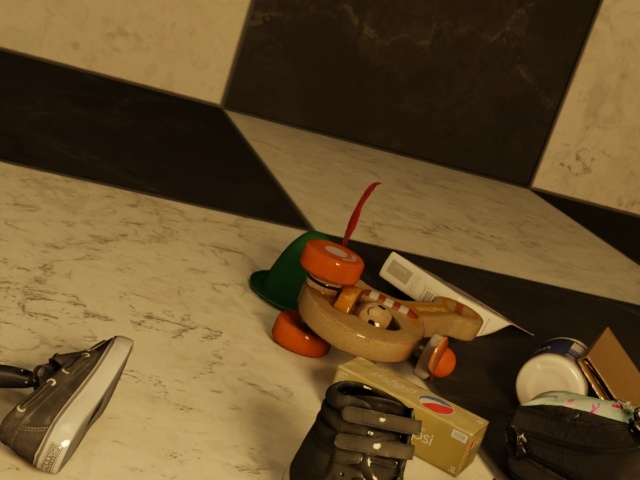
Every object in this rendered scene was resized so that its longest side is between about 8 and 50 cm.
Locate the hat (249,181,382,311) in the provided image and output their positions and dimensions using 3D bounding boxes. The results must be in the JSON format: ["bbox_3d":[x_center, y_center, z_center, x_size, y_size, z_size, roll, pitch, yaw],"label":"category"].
[{"bbox_3d":[0.000,0.000,1.580,0.173,0.184,0.208,15,16,-10],"label":"hat"}]

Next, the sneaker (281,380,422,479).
[{"bbox_3d":[0.042,0.226,0.920,0.104,0.147,0.296,15,17,-20],"label":"sneaker"}]

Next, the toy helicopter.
[{"bbox_3d":[0.123,0.114,1.430,0.235,0.140,0.355,33,18,36],"label":"toy helicopter"}]

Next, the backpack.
[{"bbox_3d":[0.306,0.245,1.205,0.182,0.152,0.115,13,5,31],"label":"backpack"}]

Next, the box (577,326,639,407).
[{"bbox_3d":[0.431,0.213,1.481,0.164,0.021,0.201,57,24,7],"label":"box"}]

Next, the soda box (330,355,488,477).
[{"bbox_3d":[0.099,0.204,1.229,0.181,0.058,0.061,26,17,22],"label":"soda box"}]

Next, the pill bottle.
[{"bbox_3d":[0.339,0.190,1.482,0.094,0.094,0.169,24,16,18],"label":"pill bottle"}]

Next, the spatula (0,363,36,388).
[{"bbox_3d":[-0.421,0.108,1.010,0.296,0.030,0.084,15,13,-12],"label":"spatula"}]

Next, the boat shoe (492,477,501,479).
[{"bbox_3d":[0.178,0.272,1.076,0.178,0.060,0.064,14,16,-15],"label":"boat shoe"}]

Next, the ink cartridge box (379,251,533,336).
[{"bbox_3d":[0.229,0.109,1.760,0.224,0.056,0.181,30,4,-43],"label":"ink cartridge box"}]

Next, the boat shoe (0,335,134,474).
[{"bbox_3d":[-0.245,0.144,1.009,0.076,0.080,0.228,26,23,-2],"label":"boat shoe"}]
